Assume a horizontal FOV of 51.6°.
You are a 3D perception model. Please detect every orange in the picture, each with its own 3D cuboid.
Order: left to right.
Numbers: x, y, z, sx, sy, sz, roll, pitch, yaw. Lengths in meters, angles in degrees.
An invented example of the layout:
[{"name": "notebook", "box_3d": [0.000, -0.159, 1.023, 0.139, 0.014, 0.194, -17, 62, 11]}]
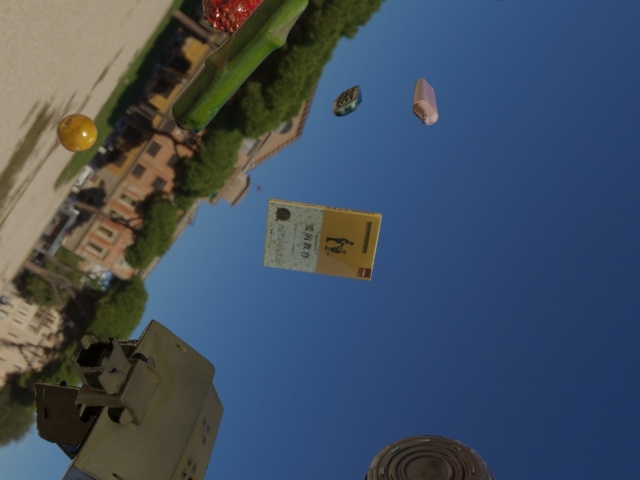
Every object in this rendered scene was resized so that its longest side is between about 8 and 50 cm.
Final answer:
[{"name": "orange", "box_3d": [-0.508, -0.225, 1.387, 0.083, 0.070, 0.083, -12, -127, 16]}]

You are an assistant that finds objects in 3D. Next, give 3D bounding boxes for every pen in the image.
[{"name": "pen", "box_3d": [0.199, -0.259, 1.258, 0.032, 0.053, 0.197, -39, -162, 26]}]

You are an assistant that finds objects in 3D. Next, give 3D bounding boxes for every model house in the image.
[{"name": "model house", "box_3d": [-0.257, 0.205, 0.815, 0.205, 0.243, 0.211, 3, -136, 15]}]

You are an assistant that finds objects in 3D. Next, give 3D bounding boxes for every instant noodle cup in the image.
[{"name": "instant noodle cup", "box_3d": [0.163, 0.408, 0.980, 0.258, 0.303, 0.181, -115, -163, -68]}]

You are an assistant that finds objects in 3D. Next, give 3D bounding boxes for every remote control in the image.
[{"name": "remote control", "box_3d": [0.073, -0.357, 1.687, 0.072, 0.042, 0.222, -25, -163, 16]}]

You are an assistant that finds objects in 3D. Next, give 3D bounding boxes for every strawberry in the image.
[{"name": "strawberry", "box_3d": [-0.132, -0.413, 1.158, 0.085, 0.140, 0.192, -37, -160, 42]}]

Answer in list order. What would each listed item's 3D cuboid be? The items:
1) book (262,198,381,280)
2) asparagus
[{"name": "book", "box_3d": [0.000, 0.000, 1.017, 0.012, 0.172, 0.118, -82, 179, -60]}, {"name": "asparagus", "box_3d": [-0.116, -0.268, 0.961, 0.278, 0.067, 0.060, -42, -158, 16]}]
